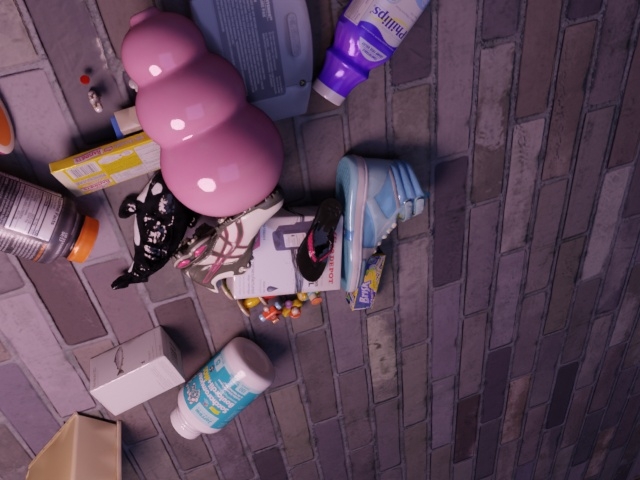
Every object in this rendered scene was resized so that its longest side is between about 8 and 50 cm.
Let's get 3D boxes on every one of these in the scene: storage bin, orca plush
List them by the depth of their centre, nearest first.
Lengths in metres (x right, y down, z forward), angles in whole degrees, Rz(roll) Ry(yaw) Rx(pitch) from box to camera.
[{"bbox_3d":[-0.332,-0.002,1.080,0.151,0.102,0.287,29,110,-35],"label":"orca plush"},{"bbox_3d":[-0.598,0.598,1.300,0.123,0.262,0.260,32,108,-35],"label":"storage bin"}]

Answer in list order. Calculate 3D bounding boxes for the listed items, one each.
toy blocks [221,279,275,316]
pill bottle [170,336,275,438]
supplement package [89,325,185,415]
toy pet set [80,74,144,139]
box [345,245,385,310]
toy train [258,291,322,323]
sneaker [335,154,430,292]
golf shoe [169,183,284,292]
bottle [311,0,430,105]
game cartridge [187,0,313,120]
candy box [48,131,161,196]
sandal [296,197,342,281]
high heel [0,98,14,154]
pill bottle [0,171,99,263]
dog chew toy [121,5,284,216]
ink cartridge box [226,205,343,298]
[{"bbox_3d":[-0.136,0.095,1.260,0.148,0.054,0.123,-33,129,3],"label":"toy blocks"},{"bbox_3d":[-0.248,0.372,1.353,0.264,0.146,0.146,-44,128,11],"label":"pill bottle"},{"bbox_3d":[-0.419,0.298,1.259,0.179,0.105,0.105,-26,130,-3],"label":"supplement package"},{"bbox_3d":[-0.332,-0.241,0.953,0.122,0.065,0.114,-20,94,-11],"label":"toy pet set"},{"bbox_3d":[0.109,0.092,1.356,0.059,0.054,0.169,-4,125,-19],"label":"box"},{"bbox_3d":[-0.059,0.151,1.303,0.166,0.046,0.125,-36,161,3],"label":"toy train"},{"bbox_3d":[0.140,-0.034,1.216,0.208,0.127,0.319,-6,118,-18],"label":"sneaker"},{"bbox_3d":[-0.154,-0.007,1.034,0.273,0.105,0.120,-34,108,26],"label":"golf shoe"},{"bbox_3d":[0.089,-0.378,0.986,0.118,0.092,0.283,23,113,-37],"label":"bottle"},{"bbox_3d":[-0.114,-0.348,0.954,0.198,0.062,0.297,-18,129,-14],"label":"game cartridge"},{"bbox_3d":[-0.362,-0.141,0.987,0.206,0.027,0.105,-21,165,-7],"label":"candy box"},{"bbox_3d":[0.000,0.000,1.116,0.067,0.040,0.179,16,97,-24],"label":"sandal"},{"bbox_3d":[-0.591,-0.227,0.852,0.117,0.082,0.244,0,146,17],"label":"high heel"},{"bbox_3d":[-0.523,-0.038,0.961,0.245,0.130,0.130,24,112,-33],"label":"pill bottle"},{"bbox_3d":[-0.196,-0.205,0.882,0.206,0.206,0.332,-27,114,-2],"label":"dog chew toy"},{"bbox_3d":[-0.077,0.021,1.172,0.237,0.100,0.172,-4,106,-19],"label":"ink cartridge box"}]
